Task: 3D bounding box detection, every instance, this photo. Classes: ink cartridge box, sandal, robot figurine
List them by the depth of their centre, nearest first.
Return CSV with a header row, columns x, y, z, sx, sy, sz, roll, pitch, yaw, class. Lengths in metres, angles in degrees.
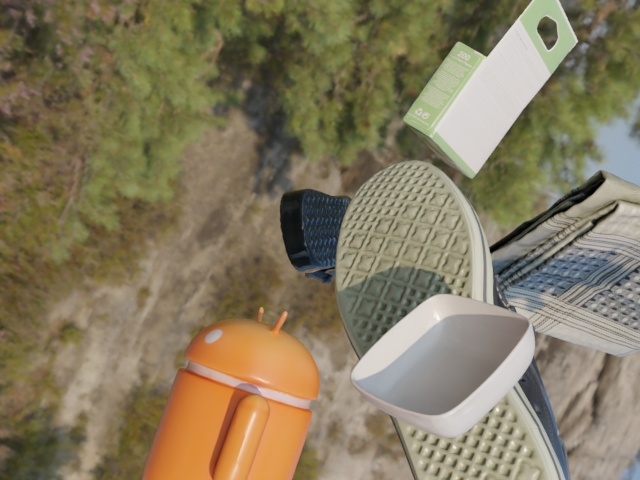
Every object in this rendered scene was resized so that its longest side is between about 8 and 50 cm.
x,y,z,sx,sy,sz,roll,pitch,yaw,class
-0.077,0.163,0.795,0.158,0.128,0.219,32,75,-61,robot figurine
0.222,-0.208,1.177,0.235,0.056,0.171,-55,149,3,ink cartridge box
-0.001,-0.003,1.576,0.446,0.107,0.167,26,56,-69,sandal

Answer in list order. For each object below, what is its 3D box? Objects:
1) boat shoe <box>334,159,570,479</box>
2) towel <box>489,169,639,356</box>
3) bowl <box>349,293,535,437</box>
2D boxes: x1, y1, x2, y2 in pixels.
x,y,z,sx,sy,sz,roll,pitch,yaw,class
0.144,0.125,1.016,0.156,0.187,0.500,46,22,-52,boat shoe
0.375,0.052,1.170,0.312,0.324,0.056,-42,-148,52,towel
0.115,0.118,0.830,0.142,0.142,0.053,-39,119,-24,bowl
